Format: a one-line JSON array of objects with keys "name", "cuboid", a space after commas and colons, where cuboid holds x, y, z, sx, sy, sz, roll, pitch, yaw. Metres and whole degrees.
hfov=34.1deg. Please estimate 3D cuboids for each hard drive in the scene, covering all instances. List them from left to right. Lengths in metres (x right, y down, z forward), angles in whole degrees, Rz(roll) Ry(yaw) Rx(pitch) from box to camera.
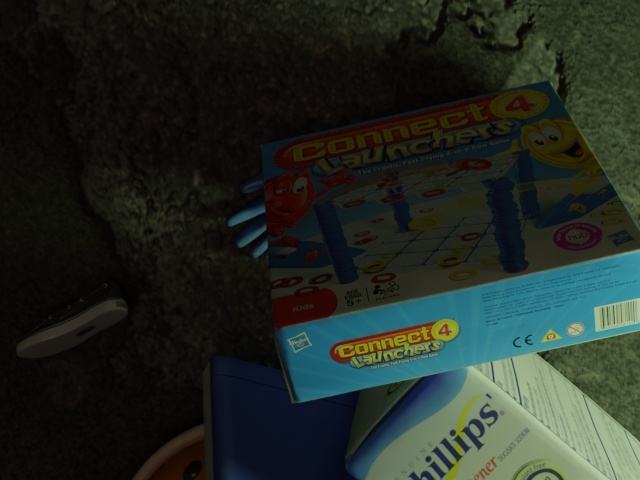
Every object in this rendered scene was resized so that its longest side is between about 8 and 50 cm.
[{"name": "hard drive", "cuboid": [-0.007, 0.253, 0.998, 0.210, 0.319, 0.040, 17, 122, -19]}]

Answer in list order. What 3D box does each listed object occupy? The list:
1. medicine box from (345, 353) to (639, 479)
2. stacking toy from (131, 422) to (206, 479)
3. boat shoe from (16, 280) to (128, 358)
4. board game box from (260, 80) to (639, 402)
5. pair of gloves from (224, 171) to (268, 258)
[{"name": "medicine box", "cuboid": [0.186, 0.210, 1.021, 0.289, 0.263, 0.149, 39, 103, -2]}, {"name": "stacking toy", "cuboid": [-0.082, 0.396, 0.975, 0.350, 0.480, 0.351, 1, 100, 5]}, {"name": "boat shoe", "cuboid": [-0.279, 0.090, 1.167, 0.142, 0.049, 0.040, -25, 63, 12]}, {"name": "board game box", "cuboid": [0.105, -0.013, 0.955, 0.308, 0.302, 0.086, -13, 125, 2]}, {"name": "pair of gloves", "cuboid": [0.000, 0.000, 1.127, 0.159, 0.023, 0.198, -34, 94, 11]}]
